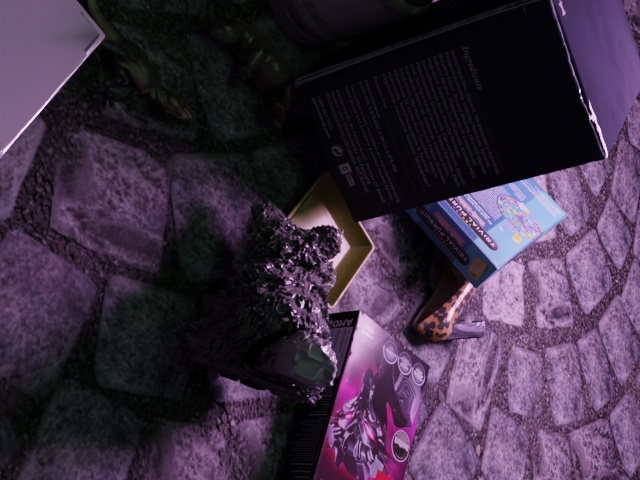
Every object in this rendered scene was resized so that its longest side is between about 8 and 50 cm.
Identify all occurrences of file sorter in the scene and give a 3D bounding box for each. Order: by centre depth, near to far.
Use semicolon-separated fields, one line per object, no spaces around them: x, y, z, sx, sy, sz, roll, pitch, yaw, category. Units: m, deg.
-0.449;-0.225;1.216;0.193;0.173;0.277;52;48;-29;file sorter

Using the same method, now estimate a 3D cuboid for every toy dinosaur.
-0.303;-0.273;1.481;0.268;0.064;0.118;57;39;-20;toy dinosaur

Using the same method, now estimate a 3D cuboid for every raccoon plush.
-0.017;0.080;1.466;0.216;0.446;0.299;28;74;-27;raccoon plush

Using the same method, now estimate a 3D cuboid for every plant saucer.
0.000;0.000;1.767;0.188;0.045;0.188;58;45;-22;plant saucer

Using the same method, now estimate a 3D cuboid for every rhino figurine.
-0.116;-0.312;1.687;0.243;0.073;0.106;47;53;-29;rhino figurine

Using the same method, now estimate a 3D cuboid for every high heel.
0.250;0.079;2.007;0.186;0.093;0.261;2;76;-38;high heel

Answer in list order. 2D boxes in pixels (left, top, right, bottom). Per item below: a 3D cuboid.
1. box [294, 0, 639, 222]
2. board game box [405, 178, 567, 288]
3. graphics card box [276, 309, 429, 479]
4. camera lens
0.292;-0.295;1.786;0.480;0.472;0.297;-45;115;-54;box
0.342;-0.072;2.062;0.253;0.079;0.336;49;42;11;board game box
0.061;0.337;1.726;0.233;0.094;0.370;40;53;-35;graphics card box
0.062;-0.485;1.770;0.219;0.274;0.219;14;71;-46;camera lens
